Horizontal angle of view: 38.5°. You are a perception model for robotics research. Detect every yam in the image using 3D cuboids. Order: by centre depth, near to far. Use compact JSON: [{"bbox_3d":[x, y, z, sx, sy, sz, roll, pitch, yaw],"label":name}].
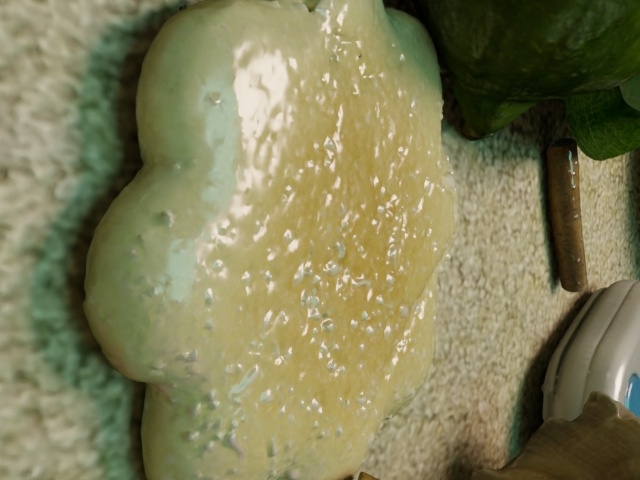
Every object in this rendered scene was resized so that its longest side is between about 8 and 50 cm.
[{"bbox_3d":[0.224,-0.021,0.832,0.032,0.032,0.145,-39,125,-46],"label":"yam"}]

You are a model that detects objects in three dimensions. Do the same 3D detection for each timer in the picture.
[{"bbox_3d":[0.288,0.176,0.900,0.262,0.087,0.237,-38,126,-49],"label":"timer"}]

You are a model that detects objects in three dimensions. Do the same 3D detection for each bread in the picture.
[{"bbox_3d":[0.000,0.000,0.494,0.316,0.054,0.316,-15,108,-56],"label":"bread"}]

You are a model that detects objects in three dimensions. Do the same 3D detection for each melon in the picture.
[{"bbox_3d":[0.253,-0.154,0.748,0.323,0.124,0.196,-35,124,-60],"label":"melon"}]

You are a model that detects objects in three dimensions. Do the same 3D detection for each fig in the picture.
[{"bbox_3d":[0.145,-0.144,0.580,0.203,0.203,0.235,-39,147,-46],"label":"fig"}]

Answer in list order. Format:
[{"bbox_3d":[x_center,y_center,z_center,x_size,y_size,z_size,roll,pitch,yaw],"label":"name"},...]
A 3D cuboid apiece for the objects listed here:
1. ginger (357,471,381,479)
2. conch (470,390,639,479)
[{"bbox_3d":[0.085,0.263,0.482,0.219,0.270,0.123,-60,168,-3],"label":"ginger"},{"bbox_3d":[0.174,0.251,0.674,0.324,0.186,0.263,98,4,-57],"label":"conch"}]
